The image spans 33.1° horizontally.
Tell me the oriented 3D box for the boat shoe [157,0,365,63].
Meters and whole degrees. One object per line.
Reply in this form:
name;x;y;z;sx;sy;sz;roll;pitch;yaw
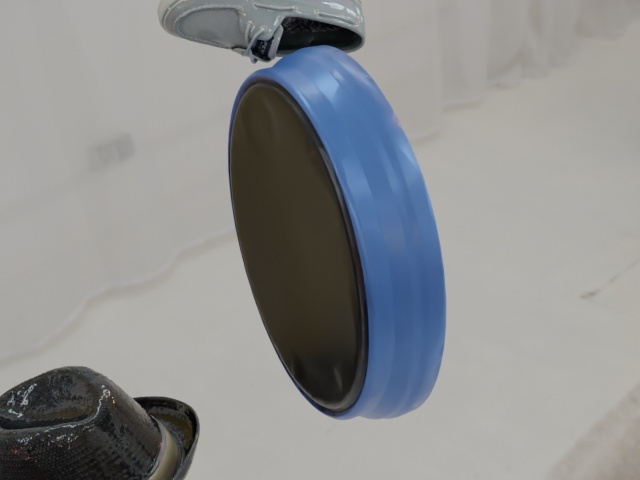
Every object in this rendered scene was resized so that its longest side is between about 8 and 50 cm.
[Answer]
boat shoe;-0.057;-0.232;1.152;0.227;0.079;0.081;-4;54;-17

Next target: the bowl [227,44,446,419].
bowl;0.000;0.000;1.110;0.077;0.391;0.391;-14;31;-21

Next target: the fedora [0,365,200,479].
fedora;-0.322;0.255;1.356;0.334;0.152;0.334;-21;25;10
